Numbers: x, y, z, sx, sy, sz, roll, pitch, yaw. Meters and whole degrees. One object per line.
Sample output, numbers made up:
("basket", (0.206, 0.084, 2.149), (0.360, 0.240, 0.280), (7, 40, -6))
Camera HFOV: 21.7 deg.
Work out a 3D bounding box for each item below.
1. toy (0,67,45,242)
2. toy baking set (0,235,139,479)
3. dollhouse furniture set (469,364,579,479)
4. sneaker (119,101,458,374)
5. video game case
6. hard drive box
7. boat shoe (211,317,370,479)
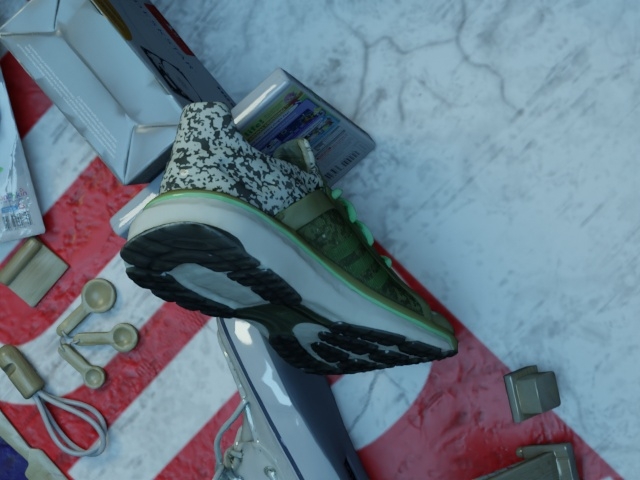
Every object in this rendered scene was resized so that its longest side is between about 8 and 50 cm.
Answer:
("toy", (-0.370, -0.108, 1.680), (0.137, 0.056, 0.237), (-14, 98, -1))
("toy baking set", (-0.294, 0.128, 1.697), (0.197, 0.030, 0.256), (18, 97, 8))
("dollhouse furniture set", (0.098, 0.323, 1.537), (0.174, 0.303, 0.355), (-10, 92, 42))
("sneaker", (0.000, 0.000, 1.487), (0.158, 0.410, 0.182), (-9, 64, 34))
("video game case", (-0.068, -0.055, 1.567), (0.212, 0.193, 0.023), (-41, 62, 10))
("hard drive box", (-0.175, -0.148, 1.555), (0.089, 0.232, 0.181), (-40, 87, 10))
("boat shoe", (-0.045, 0.229, 1.619), (0.156, 0.136, 0.367), (-25, 99, 14))
